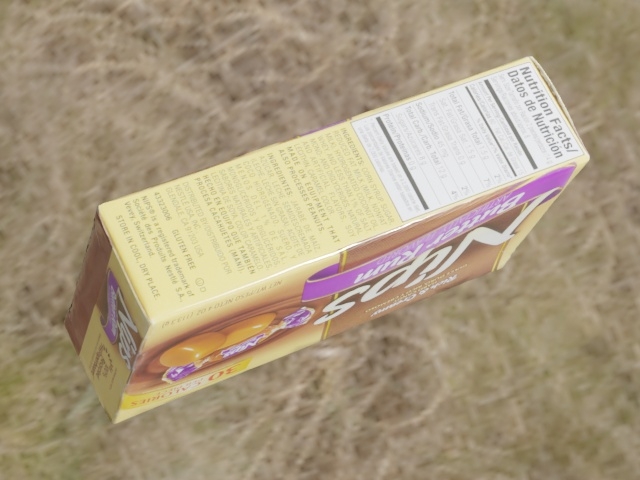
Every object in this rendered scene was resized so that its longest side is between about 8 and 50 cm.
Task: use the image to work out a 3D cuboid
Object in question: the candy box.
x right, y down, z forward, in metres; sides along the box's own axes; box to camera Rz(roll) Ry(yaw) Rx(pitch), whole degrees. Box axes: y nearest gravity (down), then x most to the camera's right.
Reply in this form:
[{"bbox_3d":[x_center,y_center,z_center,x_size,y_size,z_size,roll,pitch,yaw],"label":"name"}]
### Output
[{"bbox_3d":[0.000,0.000,0.727,0.187,0.109,0.053,-19,71,-22],"label":"candy box"}]
